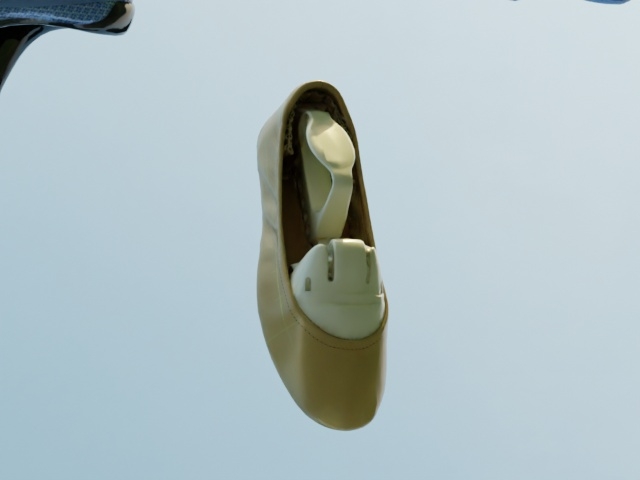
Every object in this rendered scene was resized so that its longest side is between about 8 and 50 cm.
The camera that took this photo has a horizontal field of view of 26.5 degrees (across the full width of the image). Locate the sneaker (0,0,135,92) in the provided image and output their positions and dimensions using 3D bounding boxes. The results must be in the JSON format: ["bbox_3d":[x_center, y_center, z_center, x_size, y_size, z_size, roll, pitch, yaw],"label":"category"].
[{"bbox_3d":[-0.237,-0.076,0.649,0.147,0.330,0.130,63,-168,-8],"label":"sneaker"}]

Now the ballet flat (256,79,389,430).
[{"bbox_3d":[0.000,0.000,0.825,0.080,0.073,0.232,3,-125,-21],"label":"ballet flat"}]

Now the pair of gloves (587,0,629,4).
[{"bbox_3d":[0.069,-0.147,0.496,0.159,0.198,0.023,24,-110,2],"label":"pair of gloves"}]
